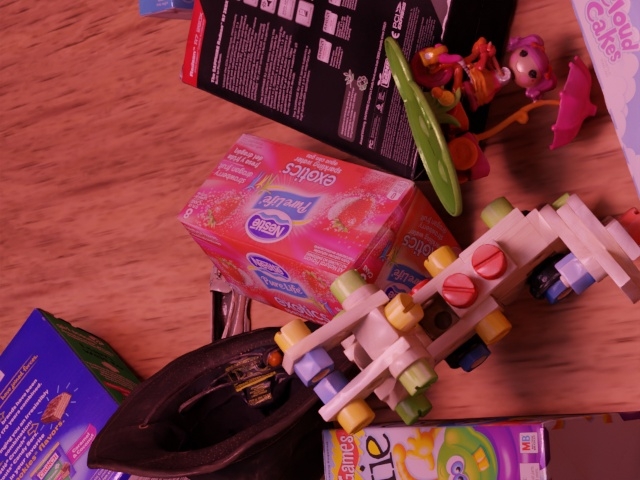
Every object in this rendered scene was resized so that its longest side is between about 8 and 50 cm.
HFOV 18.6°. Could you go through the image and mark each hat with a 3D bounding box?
[{"bbox_3d":[-0.072,0.196,1.920,0.331,0.331,0.134,-5,113,48],"label":"hat"}]

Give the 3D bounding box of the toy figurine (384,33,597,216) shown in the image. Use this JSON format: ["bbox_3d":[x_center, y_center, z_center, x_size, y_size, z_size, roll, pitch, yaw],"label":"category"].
[{"bbox_3d":[0.161,-0.129,1.738,0.130,0.159,0.173,91,158,-76],"label":"toy figurine"}]

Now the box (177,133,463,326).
[{"bbox_3d":[0.000,0.000,1.897,0.257,0.128,0.122,19,64,46],"label":"box"}]

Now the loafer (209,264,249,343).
[{"bbox_3d":[-0.101,0.062,2.106,0.045,0.039,0.125,-6,87,48],"label":"loafer"}]

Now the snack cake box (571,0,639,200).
[{"bbox_3d":[0.306,-0.124,1.572,0.089,0.152,0.264,-32,67,44],"label":"snack cake box"}]

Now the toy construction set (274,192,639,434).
[{"bbox_3d":[0.132,0.045,1.691,0.327,0.215,0.151,-26,74,10],"label":"toy construction set"}]

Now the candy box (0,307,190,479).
[{"bbox_3d":[-0.294,0.264,2.157,0.268,0.122,0.317,-53,40,4],"label":"candy box"}]

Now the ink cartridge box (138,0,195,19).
[{"bbox_3d":[-0.142,-0.330,2.092,0.060,0.104,0.180,-6,87,48],"label":"ink cartridge box"}]

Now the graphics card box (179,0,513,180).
[{"bbox_3d":[0.021,-0.218,1.926,0.371,0.094,0.233,25,109,45],"label":"graphics card box"}]

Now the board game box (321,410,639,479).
[{"bbox_3d":[0.148,0.231,1.761,0.275,0.144,0.142,-8,84,47],"label":"board game box"}]
